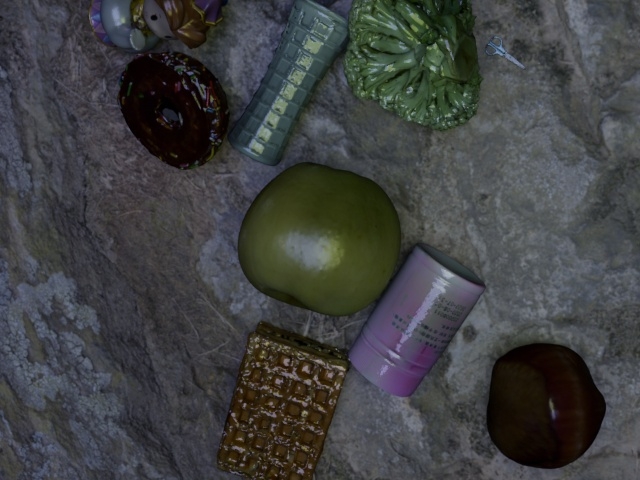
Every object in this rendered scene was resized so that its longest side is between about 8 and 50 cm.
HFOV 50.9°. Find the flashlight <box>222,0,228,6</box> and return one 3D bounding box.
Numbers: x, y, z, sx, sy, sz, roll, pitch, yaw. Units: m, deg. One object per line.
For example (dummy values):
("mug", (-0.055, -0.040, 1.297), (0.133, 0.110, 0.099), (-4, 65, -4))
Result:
("flashlight", (-0.221, -0.502, 1.288), (0.057, 0.035, 0.121), (-18, 95, 14))

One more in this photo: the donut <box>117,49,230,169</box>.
("donut", (-0.270, -0.252, 1.274), (0.235, 0.089, 0.235), (15, 128, 21))

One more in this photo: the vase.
("vase", (-0.060, -0.291, 1.242), (0.143, 0.143, 0.298), (32, 105, 5))

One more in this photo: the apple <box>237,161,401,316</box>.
("apple", (0.000, 0.000, 1.199), (0.292, 0.292, 0.254), (15, 81, 8))

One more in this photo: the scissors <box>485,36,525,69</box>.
("scissors", (0.339, -0.336, 1.223), (0.083, 0.006, 0.036), (37, 102, 3))

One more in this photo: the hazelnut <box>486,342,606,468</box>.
("hazelnut", (0.410, 0.306, 1.221), (0.230, 0.229, 0.229), (2, 99, 10))

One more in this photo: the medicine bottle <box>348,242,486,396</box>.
("medicine bottle", (0.176, 0.148, 1.255), (0.152, 0.152, 0.254), (33, 103, 4))

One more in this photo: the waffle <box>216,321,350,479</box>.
("waffle", (-0.078, 0.345, 1.364), (0.213, 0.091, 0.308), (18, 102, 7))

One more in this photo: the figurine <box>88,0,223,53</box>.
("figurine", (-0.296, -0.425, 1.244), (0.263, 0.142, 0.189), (0, 61, 28))

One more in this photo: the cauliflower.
("cauliflower", (0.179, -0.330, 1.127), (0.275, 0.250, 0.272), (9, 104, -24))
